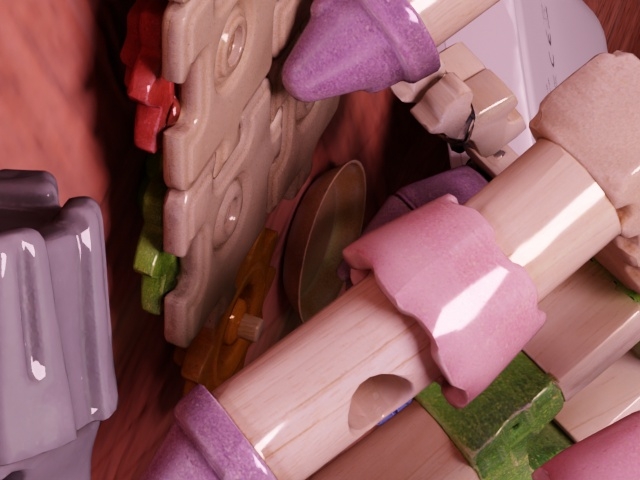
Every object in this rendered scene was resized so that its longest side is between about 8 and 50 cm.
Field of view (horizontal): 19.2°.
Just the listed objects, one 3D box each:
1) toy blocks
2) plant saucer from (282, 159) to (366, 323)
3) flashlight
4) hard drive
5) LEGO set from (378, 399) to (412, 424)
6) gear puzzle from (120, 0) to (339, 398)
[{"bbox_3d":[0.037,0.076,0.715,0.260,0.309,0.288,-38,147,-5],"label":"toy blocks"},{"bbox_3d":[0.000,0.000,0.906,0.083,0.015,0.083,16,90,-74],"label":"plant saucer"},{"bbox_3d":[-0.096,0.141,0.520,0.103,0.103,0.304,-11,107,-28],"label":"flashlight"},{"bbox_3d":[0.132,-0.045,1.091,0.353,0.047,0.233,9,72,-73],"label":"hard drive"},{"bbox_3d":[0.068,0.149,1.132,0.093,0.087,0.227,-76,173,-57],"label":"LEGO set"},{"bbox_3d":[-0.035,-0.066,0.703,0.339,0.044,0.175,94,19,-44],"label":"gear puzzle"}]
